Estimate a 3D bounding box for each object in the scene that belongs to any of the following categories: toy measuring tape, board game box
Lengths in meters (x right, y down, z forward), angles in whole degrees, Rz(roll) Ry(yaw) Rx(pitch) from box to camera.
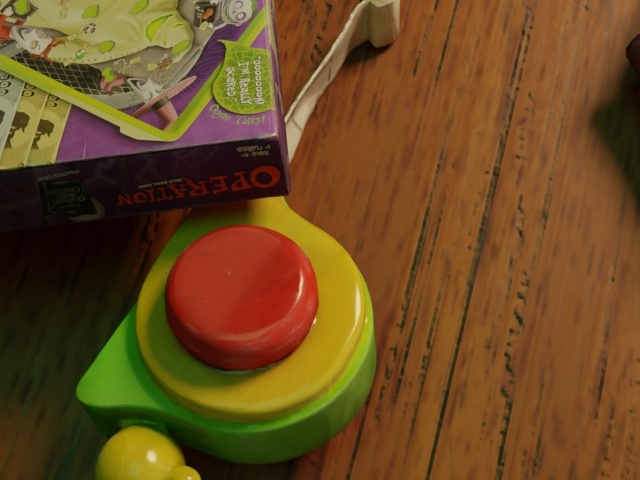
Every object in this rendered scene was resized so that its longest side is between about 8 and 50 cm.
[{"bbox_3d":[0.000,0.000,0.517,0.121,0.121,0.330,25,62,13],"label":"toy measuring tape"},{"bbox_3d":[-0.131,-0.152,0.562,0.208,0.056,0.347,-10,51,5],"label":"board game box"}]

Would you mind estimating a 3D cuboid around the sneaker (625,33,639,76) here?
[{"bbox_3d":[0.293,-0.144,0.551,0.281,0.106,0.162,-29,67,-7],"label":"sneaker"}]
